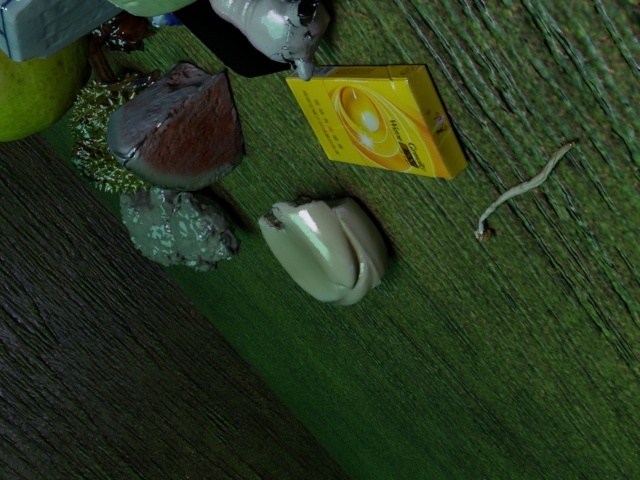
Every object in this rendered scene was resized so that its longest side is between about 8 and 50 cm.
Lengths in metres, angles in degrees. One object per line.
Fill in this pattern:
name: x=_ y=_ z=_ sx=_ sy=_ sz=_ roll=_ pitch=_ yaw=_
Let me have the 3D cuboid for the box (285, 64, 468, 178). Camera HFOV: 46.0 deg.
box: x=0.068 y=-0.164 z=1.020 sx=0.269 sy=0.043 sz=0.152 roll=18 pitch=146 yaw=55

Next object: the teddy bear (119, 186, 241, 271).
teddy bear: x=-0.326 y=-0.049 z=1.876 sx=0.367 sy=0.224 sz=0.357 roll=12 pitch=142 yaw=33

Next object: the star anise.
star anise: x=-0.388 y=-0.391 z=1.354 sx=0.346 sy=0.148 sz=0.237 roll=50 pitch=165 yaw=20

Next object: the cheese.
cheese: x=0.000 y=0.000 z=1.350 sx=0.233 sy=0.127 sz=0.266 roll=52 pitch=158 yaw=-15

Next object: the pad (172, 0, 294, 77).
pad: x=-0.155 y=-0.319 z=1.027 sx=0.267 sy=0.181 sz=0.004 roll=45 pitch=121 yaw=7

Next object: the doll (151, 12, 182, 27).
doll: x=-0.241 y=-0.384 z=1.190 sx=0.096 sy=0.070 sz=0.195 roll=19 pitch=163 yaw=-18

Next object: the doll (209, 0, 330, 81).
doll: x=-0.064 y=-0.296 z=0.958 sx=0.192 sy=0.095 sz=0.149 roll=41 pitch=158 yaw=22

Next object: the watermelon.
watermelon: x=-0.248 y=-0.205 z=1.374 sx=0.193 sy=0.310 sz=0.232 roll=24 pitch=113 yaw=46

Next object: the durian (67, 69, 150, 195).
durian: x=-0.425 y=-0.227 z=1.659 sx=0.291 sy=0.224 sz=0.291 roll=14 pitch=110 yaw=42

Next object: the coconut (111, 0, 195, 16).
coconut: x=-0.223 y=-0.413 z=0.796 sx=0.328 sy=0.281 sz=0.329 roll=-22 pitch=-90 yaw=-80

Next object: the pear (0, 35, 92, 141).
pear: x=-0.690 y=-0.418 z=1.607 sx=0.391 sy=0.391 sz=0.391 roll=40 pitch=159 yaw=18

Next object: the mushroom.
mushroom: x=0.239 y=-0.058 z=0.916 sx=0.028 sy=0.026 sz=0.286 roll=28 pitch=157 yaw=3

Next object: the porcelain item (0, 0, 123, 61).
porcelain item: x=-0.386 y=-0.414 z=1.100 sx=0.157 sy=0.286 sz=0.281 roll=51 pitch=161 yaw=-6
